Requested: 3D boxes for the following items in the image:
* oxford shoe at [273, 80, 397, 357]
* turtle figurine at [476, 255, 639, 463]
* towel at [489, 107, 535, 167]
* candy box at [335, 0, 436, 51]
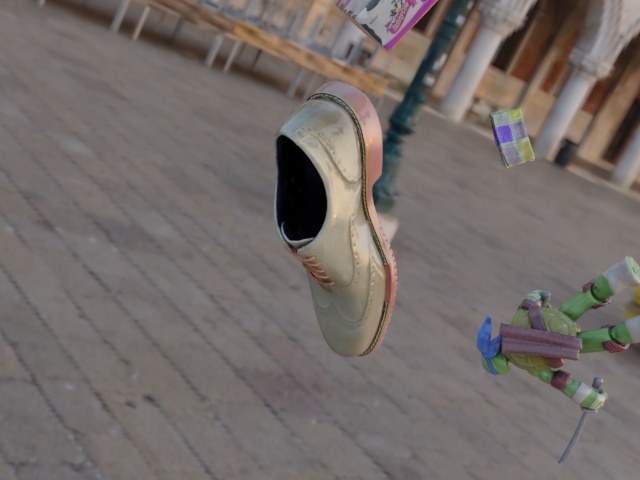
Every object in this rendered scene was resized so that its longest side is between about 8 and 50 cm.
[{"bbox_3d":[0.000,0.000,1.394,0.141,0.396,0.146,14,36,37],"label":"oxford shoe"},{"bbox_3d":[0.398,0.152,1.660,0.274,0.266,0.197,47,29,-26],"label":"turtle figurine"},{"bbox_3d":[0.277,-0.148,1.555,0.060,0.083,0.009,-12,-5,-27],"label":"towel"},{"bbox_3d":[0.111,-0.367,1.570,0.071,0.159,0.233,42,9,-16],"label":"candy box"}]
